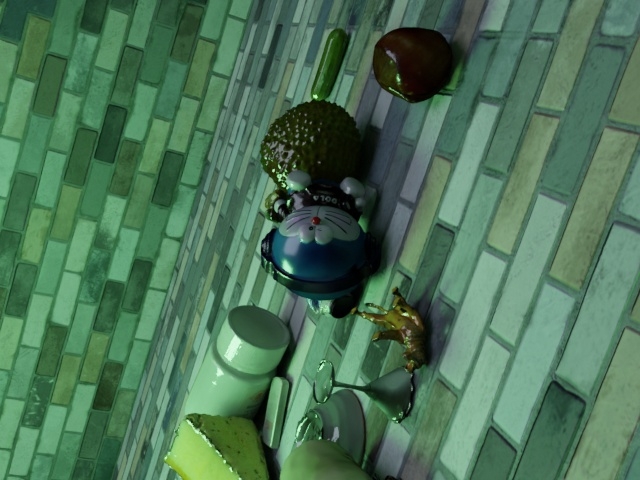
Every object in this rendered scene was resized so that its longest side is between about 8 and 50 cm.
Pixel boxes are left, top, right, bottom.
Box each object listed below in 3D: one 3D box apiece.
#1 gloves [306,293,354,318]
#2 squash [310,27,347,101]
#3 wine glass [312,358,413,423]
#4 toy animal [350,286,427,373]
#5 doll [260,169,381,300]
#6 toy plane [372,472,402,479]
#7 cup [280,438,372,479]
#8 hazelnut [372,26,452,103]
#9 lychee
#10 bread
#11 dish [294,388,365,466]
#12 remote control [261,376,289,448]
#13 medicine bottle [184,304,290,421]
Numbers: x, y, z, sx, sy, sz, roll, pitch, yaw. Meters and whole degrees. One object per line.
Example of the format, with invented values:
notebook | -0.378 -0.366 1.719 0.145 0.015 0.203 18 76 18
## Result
gloves | 0.015 0.129 2.010 0.119 0.097 0.229 -45 18 -4
squash | 0.026 -0.531 2.401 0.066 0.066 0.228 -129 56 -63
wine glass | 0.084 0.298 1.608 0.122 0.183 0.122 -49 33 48
toy animal | 0.155 0.165 1.662 0.114 0.116 0.255 -49 20 3
doll | 0.000 0.000 1.883 0.310 0.284 0.240 -91 -1 -49
toy plane | 0.142 0.487 1.529 0.031 0.049 0.121 -72 23 12
cup | 0.010 0.556 1.606 0.202 0.173 0.255 -154 74 -72
hazelnut | 0.206 -0.399 1.775 0.204 0.178 0.177 54 -134 -79
lychee | -0.026 -0.210 2.076 0.270 0.270 0.319 -107 23 -51
bread | -0.284 0.660 2.154 0.315 0.279 0.248 -102 34 -59
dish | 0.004 0.467 1.823 0.260 0.085 0.260 -47 35 49
remote control | -0.125 0.474 2.193 0.087 0.029 0.190 178 102 -67
medicine bottle | -0.242 0.387 2.293 0.371 0.211 0.211 -64 25 26
